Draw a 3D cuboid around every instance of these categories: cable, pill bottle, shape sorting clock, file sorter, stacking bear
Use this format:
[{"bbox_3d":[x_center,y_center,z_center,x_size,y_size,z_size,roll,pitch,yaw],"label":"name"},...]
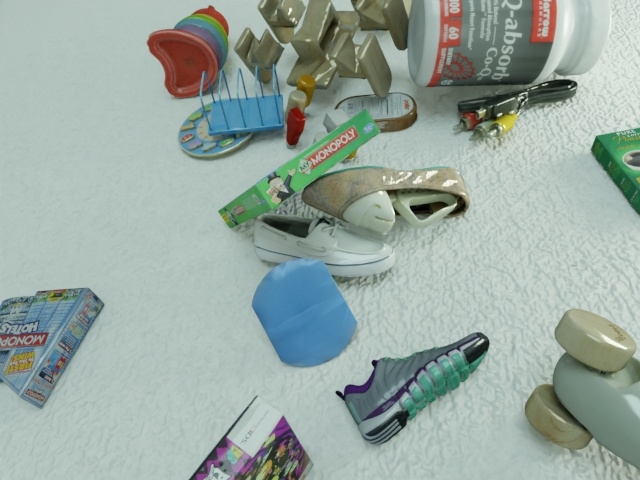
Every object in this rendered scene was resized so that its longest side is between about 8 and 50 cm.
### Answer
[{"bbox_3d":[0.410,-0.284,1.009,0.287,0.072,0.139,-22,33,-22],"label":"cable"},{"bbox_3d":[0.380,-0.435,0.987,0.363,0.210,0.210,-2,51,0],"label":"pill bottle"},{"bbox_3d":[-0.244,-0.275,1.122,0.206,0.040,0.206,-6,51,7],"label":"shape sorting clock"},{"bbox_3d":[-0.174,-0.319,1.056,0.171,0.104,0.118,-5,52,1],"label":"file sorter"},{"bbox_3d":[-0.328,-0.544,1.286,0.164,0.175,0.289,-5,44,10],"label":"stacking bear"}]

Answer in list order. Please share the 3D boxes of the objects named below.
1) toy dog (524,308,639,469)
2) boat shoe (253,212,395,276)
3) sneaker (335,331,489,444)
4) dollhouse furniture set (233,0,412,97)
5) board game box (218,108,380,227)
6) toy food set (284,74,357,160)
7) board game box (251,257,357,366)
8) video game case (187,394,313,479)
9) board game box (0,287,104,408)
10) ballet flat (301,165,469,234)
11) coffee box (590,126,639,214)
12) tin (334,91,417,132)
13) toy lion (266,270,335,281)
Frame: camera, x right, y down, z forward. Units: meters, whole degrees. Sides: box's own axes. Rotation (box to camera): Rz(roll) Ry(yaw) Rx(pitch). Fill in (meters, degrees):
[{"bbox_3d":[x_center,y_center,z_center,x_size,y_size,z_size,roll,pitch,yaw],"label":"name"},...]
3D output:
[{"bbox_3d":[0.401,0.220,0.528,0.161,0.220,0.333,-6,51,-35],"label":"toy dog"},{"bbox_3d":[0.000,0.000,0.811,0.258,0.084,0.095,5,30,14],"label":"boat shoe"},{"bbox_3d":[0.129,0.179,0.662,0.224,0.083,0.098,-32,48,-13],"label":"sneaker"},{"bbox_3d":[0.063,-0.525,1.175,0.362,0.256,0.394,17,76,31],"label":"dollhouse furniture set"},{"bbox_3d":[-0.056,-0.111,0.817,0.214,0.046,0.317,-38,10,-20],"label":"board game box"},{"bbox_3d":[-0.014,-0.244,1.038,0.111,0.104,0.232,-25,68,-26],"label":"toy food set"},{"bbox_3d":[-0.027,0.114,0.750,0.133,0.033,0.168,-29,84,-3],"label":"board game box"},{"bbox_3d":[-0.097,0.300,0.512,0.042,0.232,0.210,26,61,25],"label":"video game case"},{"bbox_3d":[-0.498,0.181,0.796,0.194,0.060,0.194,-5,50,7],"label":"board game box"},{"bbox_3d":[0.127,-0.068,0.802,0.316,0.107,0.106,-9,62,-20],"label":"ballet flat"},{"bbox_3d":[0.585,-0.128,0.840,0.113,0.040,0.184,-12,51,1],"label":"coffee box"},{"bbox_3d":[0.123,-0.289,1.064,0.190,0.040,0.106,-3,56,9],"label":"tin"},{"bbox_3d":[-0.029,0.071,0.813,0.096,0.034,0.100,-35,53,-25],"label":"toy lion"}]
